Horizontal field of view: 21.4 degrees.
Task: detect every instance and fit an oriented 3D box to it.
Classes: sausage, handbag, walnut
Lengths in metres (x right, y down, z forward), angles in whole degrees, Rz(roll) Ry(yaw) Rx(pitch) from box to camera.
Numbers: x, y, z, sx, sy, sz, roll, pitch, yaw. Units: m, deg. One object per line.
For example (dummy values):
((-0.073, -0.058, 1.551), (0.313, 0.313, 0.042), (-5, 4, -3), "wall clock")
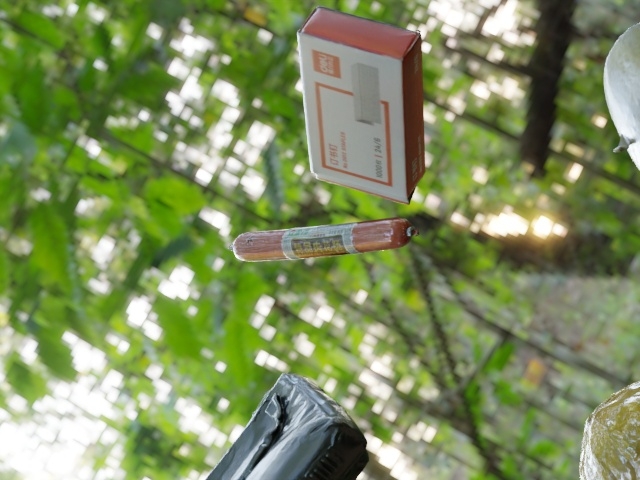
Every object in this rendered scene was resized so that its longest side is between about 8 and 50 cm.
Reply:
((0.000, 0.000, 1.677), (0.034, 0.253, 0.034), (8, -100, -46), "sausage")
((-0.066, 0.304, 2.091), (0.275, 0.088, 0.244), (-54, 23, -1), "handbag")
((0.303, 0.191, 1.340), (0.159, 0.207, 0.159), (-63, -6, -12), "walnut")

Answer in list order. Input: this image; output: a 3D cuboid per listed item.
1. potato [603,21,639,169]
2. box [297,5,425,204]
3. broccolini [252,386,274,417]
((0.434, -0.111, 1.896), (0.239, 0.299, 0.116), (-28, 22, 47), "potato")
((0.046, -0.140, 1.805), (0.229, 0.123, 0.050), (85, -151, -50), "box")
((-0.094, 0.281, 2.267), (0.194, 0.054, 0.052), (-68, -24, -15), "broccolini")
